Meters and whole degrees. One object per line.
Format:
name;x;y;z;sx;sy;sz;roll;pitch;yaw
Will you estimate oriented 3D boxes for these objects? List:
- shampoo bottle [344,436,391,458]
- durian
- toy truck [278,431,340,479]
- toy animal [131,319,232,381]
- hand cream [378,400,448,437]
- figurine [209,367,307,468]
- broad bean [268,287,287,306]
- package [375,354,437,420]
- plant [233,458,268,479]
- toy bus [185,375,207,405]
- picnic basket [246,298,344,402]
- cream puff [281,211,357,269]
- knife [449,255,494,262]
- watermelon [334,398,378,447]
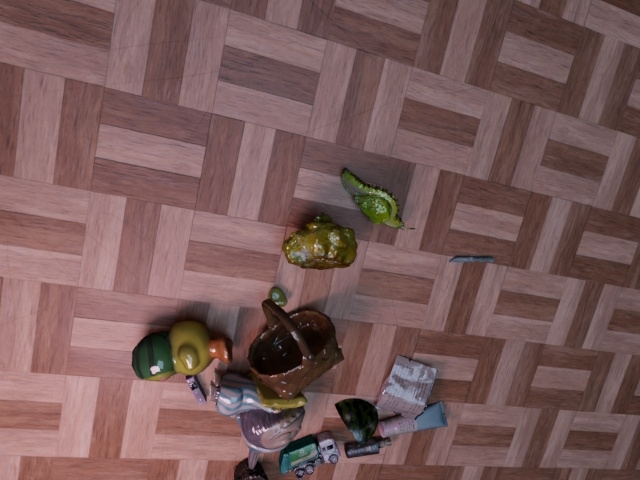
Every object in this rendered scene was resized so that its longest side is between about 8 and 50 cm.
shampoo bottle;0.210;0.900;1.961;0.207;0.063;0.057;-7;95;-11
durian;0.217;-0.135;1.680;0.375;0.106;0.132;41;96;-16
toy truck;-0.051;0.889;1.864;0.253;0.114;0.124;-19;97;-10
toy animal;-0.487;0.383;1.582;0.338;0.216;0.191;-10;79;-9
hand cream;0.412;0.797;1.988;0.312;0.070;0.111;-6;75;-16
figurine;-0.253;0.700;1.680;0.361;0.266;0.378;10;96;-7
broad bean;-0.163;0.217;1.700;0.063;0.045;0.083;-44;102;-2
package;0.372;0.639;1.921;0.204;0.062;0.251;21;94;-9
plant;-0.275;0.974;1.776;0.142;0.203;0.131;-41;117;-7
toy bus;-0.470;0.560;1.698;0.037;0.052;0.131;-22;109;-7
picnic basket;-0.114;0.341;1.597;0.337;0.293;0.337;-14;116;-30
cream puff;-0.001;-0.001;1.586;0.282;0.282;0.185;9;75;-17
knife;0.640;0.080;1.892;0.210;0.015;0.028;1;109;-15
watermelon;0.146;0.736;1.878;0.137;0.193;0.145;-17;112;37
